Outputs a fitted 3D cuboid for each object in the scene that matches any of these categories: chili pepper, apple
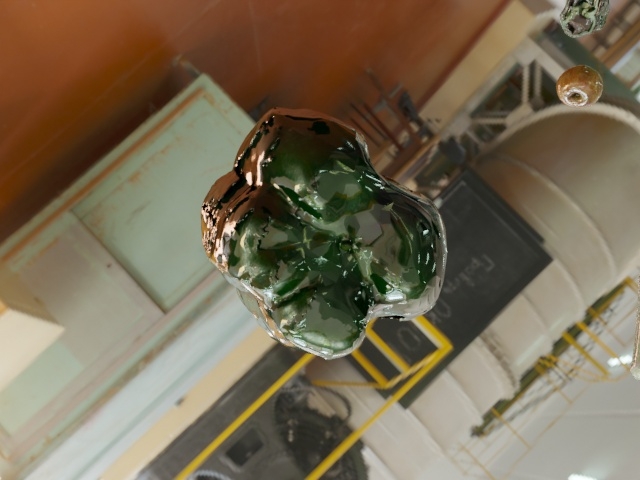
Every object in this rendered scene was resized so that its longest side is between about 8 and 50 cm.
[{"bbox_3d":[0.000,0.000,0.857,0.233,0.248,0.257,-52,-167,3],"label":"chili pepper"},{"bbox_3d":[0.474,-0.283,1.515,0.071,0.084,0.084,-62,-179,-27],"label":"apple"},{"bbox_3d":[0.434,-0.372,1.314,0.227,0.059,0.088,-32,142,-59],"label":"chili pepper"}]

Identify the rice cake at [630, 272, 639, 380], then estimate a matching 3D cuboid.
[{"bbox_3d":[0.613,0.159,1.561,0.043,0.034,0.211,127,-24,-69],"label":"rice cake"}]
